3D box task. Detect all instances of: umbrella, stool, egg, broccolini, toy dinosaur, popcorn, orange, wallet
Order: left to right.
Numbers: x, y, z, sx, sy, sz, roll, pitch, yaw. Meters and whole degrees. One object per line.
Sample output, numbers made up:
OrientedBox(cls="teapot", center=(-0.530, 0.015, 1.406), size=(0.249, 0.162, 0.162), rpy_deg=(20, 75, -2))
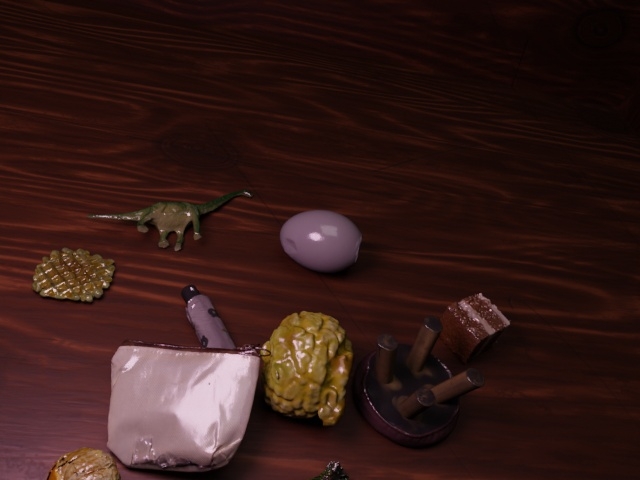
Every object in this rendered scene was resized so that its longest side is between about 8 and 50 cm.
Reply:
OrientedBox(cls="orange", center=(-0.418, 0.450, 1.058), size=(0.156, 0.156, 0.134), rpy_deg=(54, 11, 33))
OrientedBox(cls="toy dinosaur", center=(-0.411, -0.104, 1.690), size=(0.447, 0.087, 0.301), rpy_deg=(13, 42, -16))
OrientedBox(cls="wallet", center=(-0.283, 0.328, 1.212), size=(0.335, 0.068, 0.275), rpy_deg=(2, 61, 6))
OrientedBox(cls="umbrella", center=(-0.252, 0.234, 1.402), size=(0.073, 0.067, 0.337), rpy_deg=(-3, 44, -39))
OrientedBox(cls="broccolini", center=(-0.061, 0.517, 1.205), size=(0.254, 0.071, 0.057), rpy_deg=(-10, 91, -20))
OrientedBox(cls="popcorn", center=(-0.019, 0.294, 1.331), size=(0.251, 0.206, 0.237), rpy_deg=(51, 36, 16))
OrientedBox(cls="egg", center=(0.000, 0.000, 1.657), size=(0.232, 0.176, 0.176), rpy_deg=(14, 42, -2))
OrientedBox(cls="stool", center=(0.228, 0.327, 1.391), size=(0.272, 0.178, 0.272), rpy_deg=(11, 43, -11))

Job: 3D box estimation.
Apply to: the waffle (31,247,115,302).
OrientedBox(cls="waffle", center=(-0.607, 0.083, 1.456), size=(0.183, 0.036, 0.169), rpy_deg=(11, 41, -9))

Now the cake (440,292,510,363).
OrientedBox(cls="cake", center=(0.413, 0.232, 1.593), size=(0.147, 0.134, 0.135), rpy_deg=(-20, 56, -27))
